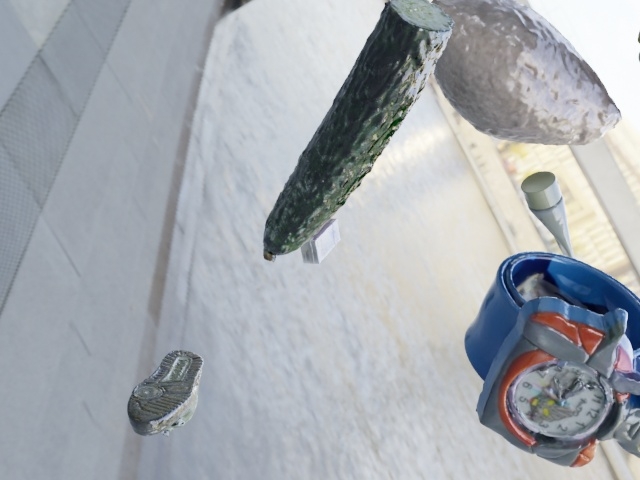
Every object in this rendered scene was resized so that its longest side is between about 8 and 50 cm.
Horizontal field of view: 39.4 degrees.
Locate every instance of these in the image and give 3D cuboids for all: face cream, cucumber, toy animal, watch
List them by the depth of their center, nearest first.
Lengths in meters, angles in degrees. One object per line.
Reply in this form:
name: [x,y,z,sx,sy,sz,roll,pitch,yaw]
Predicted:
cucumber: [0.022,-0.084,0.801,0.067,0.294,0.068,20,37,-16]
watch: [0.365,0.147,1.222,0.305,0.242,0.275,18,31,-5]
toy animal: [0.273,-0.256,1.342,0.358,0.188,0.226,33,6,-31]
face cream: [0.465,-0.028,1.772,0.114,0.070,0.224,-100,164,-58]

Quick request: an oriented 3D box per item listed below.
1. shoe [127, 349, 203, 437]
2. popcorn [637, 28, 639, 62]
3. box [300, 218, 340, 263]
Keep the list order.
shoe: [-0.303,0.338,1.760,0.293,0.109,0.149,-63,164,-69]
popcorn: [0.635,-0.321,1.427,0.242,0.234,0.250,55,-18,23]
box: [0.000,0.000,1.715,0.117,0.036,0.051,-50,134,-56]
